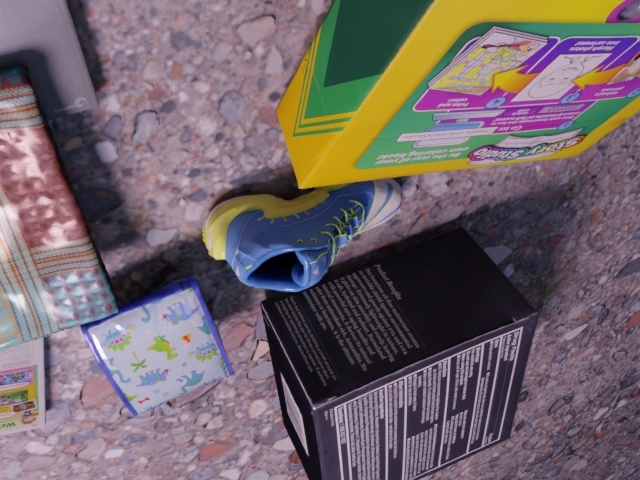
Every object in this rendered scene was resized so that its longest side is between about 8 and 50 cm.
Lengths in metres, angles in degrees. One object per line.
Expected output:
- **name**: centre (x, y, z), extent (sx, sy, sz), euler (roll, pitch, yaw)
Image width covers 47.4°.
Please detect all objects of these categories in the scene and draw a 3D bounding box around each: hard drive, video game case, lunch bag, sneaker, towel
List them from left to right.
- **towel**: centre (-0.385, 0.022, 0.608), extent (0.370, 0.040, 0.271), euler (-17, 130, -11)
- **video game case**: centre (-0.400, 0.148, 0.758), extent (0.212, 0.023, 0.193), euler (-7, 131, -27)
- **hard drive**: centre (-0.242, -0.156, 0.581), extent (0.094, 0.022, 0.135), euler (-20, 136, -15)
- **lunch bag**: centre (-0.178, 0.107, 0.801), extent (0.128, 0.096, 0.151), euler (-24, 146, -10)
- **sneaker**: centre (0.000, 0.000, 0.789), extent (0.240, 0.126, 0.091), euler (-15, 134, -19)

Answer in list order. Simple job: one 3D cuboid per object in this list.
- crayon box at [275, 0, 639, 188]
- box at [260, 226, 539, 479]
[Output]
- **crayon box**: centre (0.179, -0.175, 0.662), extent (0.363, 0.106, 0.313), euler (-8, 162, -25)
- **box**: centre (0.099, 0.179, 0.968), extent (0.294, 0.183, 0.296), euler (-19, 137, -14)
